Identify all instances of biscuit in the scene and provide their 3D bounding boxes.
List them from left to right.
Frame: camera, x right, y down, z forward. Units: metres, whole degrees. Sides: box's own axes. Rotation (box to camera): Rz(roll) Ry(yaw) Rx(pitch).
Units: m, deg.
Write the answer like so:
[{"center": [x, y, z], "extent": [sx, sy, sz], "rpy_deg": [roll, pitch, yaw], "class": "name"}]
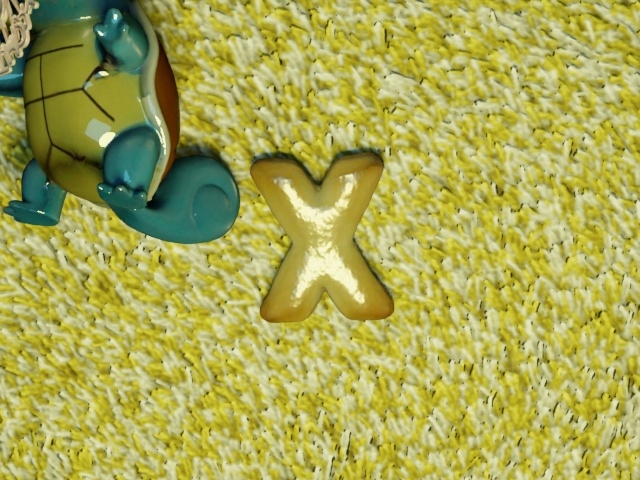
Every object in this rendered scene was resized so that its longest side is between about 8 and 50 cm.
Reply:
[{"center": [0.001, 0.000, 1.981], "extent": [0.164, 0.047, 0.208], "rpy_deg": [-3, 106, 6], "class": "biscuit"}]

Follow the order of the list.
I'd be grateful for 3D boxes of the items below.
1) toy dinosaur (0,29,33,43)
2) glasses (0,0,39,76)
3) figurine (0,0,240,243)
[{"center": [-0.456, -0.237, 1.928], "extent": [0.329, 0.076, 0.144], "rpy_deg": [15, 96, -5], "class": "toy dinosaur"}, {"center": [-0.418, -0.241, 1.810], "extent": [0.255, 0.095, 0.162], "rpy_deg": [-14, 99, 34], "class": "glasses"}, {"center": [-0.244, -0.149, 1.854], "extent": [0.298, 0.243, 0.416], "rpy_deg": [-7, 116, 51], "class": "figurine"}]
